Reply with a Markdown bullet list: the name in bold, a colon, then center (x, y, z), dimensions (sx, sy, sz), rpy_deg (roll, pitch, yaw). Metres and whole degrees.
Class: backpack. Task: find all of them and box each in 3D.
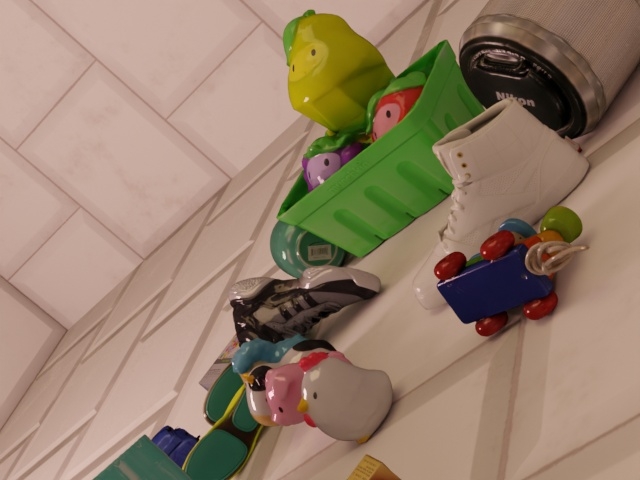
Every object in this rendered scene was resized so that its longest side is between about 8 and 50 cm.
- **backpack**: center (-0.229, 0.346, 1.855), dimensions (0.098, 0.101, 0.120), rpy_deg (-43, 9, -9)

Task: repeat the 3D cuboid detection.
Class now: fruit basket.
- **fruit basket**: center (0.058, -0.209, 1.944), dimensions (0.392, 0.392, 0.283), rpy_deg (-37, 17, 39)

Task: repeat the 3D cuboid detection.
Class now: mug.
- **mug**: center (-0.009, -0.002, 2.069), dimensions (0.158, 0.129, 0.097), rpy_deg (-51, 15, -6)

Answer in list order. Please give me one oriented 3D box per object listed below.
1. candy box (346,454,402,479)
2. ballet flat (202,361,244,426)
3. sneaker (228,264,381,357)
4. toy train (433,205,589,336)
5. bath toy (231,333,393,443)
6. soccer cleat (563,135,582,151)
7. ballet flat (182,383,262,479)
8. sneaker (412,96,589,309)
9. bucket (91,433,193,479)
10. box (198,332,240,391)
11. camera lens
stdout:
- **candy box**: center (0.033, 0.314, 1.106), dimensions (0.187, 0.109, 0.053), rpy_deg (-51, 14, -10)
- **ballet flat**: center (-0.107, 0.214, 1.918), dimensions (0.248, 0.086, 0.086), rpy_deg (-52, 14, -21)
- **sneaker**: center (-0.026, 0.130, 1.832), dimensions (0.268, 0.101, 0.153), rpy_deg (-9, 71, 28)
- **toy train**: center (0.254, 0.010, 1.315), dimensions (0.143, 0.105, 0.248), rpy_deg (-41, 7, -36)
- **bath toy**: center (-0.023, 0.195, 1.572), dimensions (0.151, 0.129, 0.348), rpy_deg (-51, 14, -11)
- **soccer cleat**: center (0.319, -0.118, 1.575), dimensions (0.029, 0.035, 0.083), rpy_deg (-56, 16, -29)
- **ballet flat**: center (-0.134, 0.303, 1.766), dimensions (0.231, 0.077, 0.077), rpy_deg (-54, -7, -33)
- **sneaker**: center (0.189, -0.056, 1.526), dimensions (0.292, 0.169, 0.108), rpy_deg (-46, 15, 13)
- **bucket**: center (-0.258, 0.395, 1.481), dimensions (0.281, 0.183, 0.281), rpy_deg (-42, -2, -2)
- **box**: center (-0.133, 0.197, 2.100), dimensions (0.186, 0.038, 0.145), rpy_deg (-52, 14, -19)
- **camera lens**: center (0.340, -0.292, 1.600), dimensions (0.274, 0.219, 0.219), rpy_deg (-53, 14, -18)
